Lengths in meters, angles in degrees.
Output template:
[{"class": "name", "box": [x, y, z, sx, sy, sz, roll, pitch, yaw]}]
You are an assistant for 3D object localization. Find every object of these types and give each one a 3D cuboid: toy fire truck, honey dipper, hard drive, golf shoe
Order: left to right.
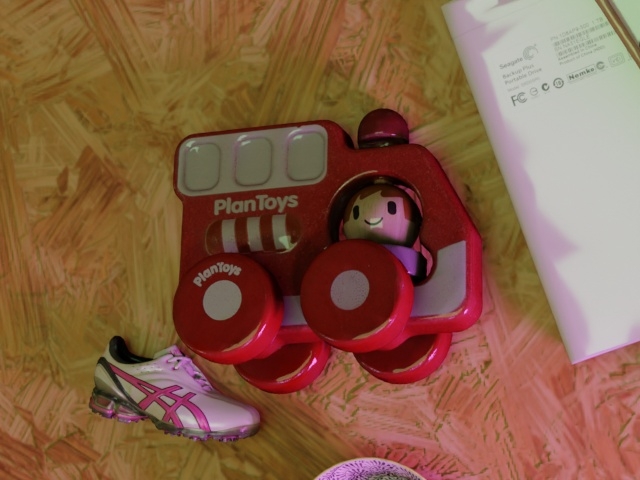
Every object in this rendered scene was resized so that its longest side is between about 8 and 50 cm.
[{"class": "golf shoe", "box": [-0.144, 0.149, 1.704, 0.186, 0.067, 0.086, 13, 95, 20]}, {"class": "toy fire truck", "box": [0.000, 0.000, 1.609, 0.302, 0.169, 0.254, -6, 71, 19]}, {"class": "honey dipper", "box": [0.258, -0.201, 1.515, 0.030, 0.030, 0.160, -35, 82, 18]}, {"class": "hard drive", "box": [0.277, -0.092, 1.551, 0.233, 0.047, 0.353, -21, 84, 19]}]

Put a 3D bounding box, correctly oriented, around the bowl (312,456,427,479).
[{"class": "bowl", "box": [0.061, 0.284, 1.627, 0.170, 0.080, 0.170, 1, 93, 20]}]
